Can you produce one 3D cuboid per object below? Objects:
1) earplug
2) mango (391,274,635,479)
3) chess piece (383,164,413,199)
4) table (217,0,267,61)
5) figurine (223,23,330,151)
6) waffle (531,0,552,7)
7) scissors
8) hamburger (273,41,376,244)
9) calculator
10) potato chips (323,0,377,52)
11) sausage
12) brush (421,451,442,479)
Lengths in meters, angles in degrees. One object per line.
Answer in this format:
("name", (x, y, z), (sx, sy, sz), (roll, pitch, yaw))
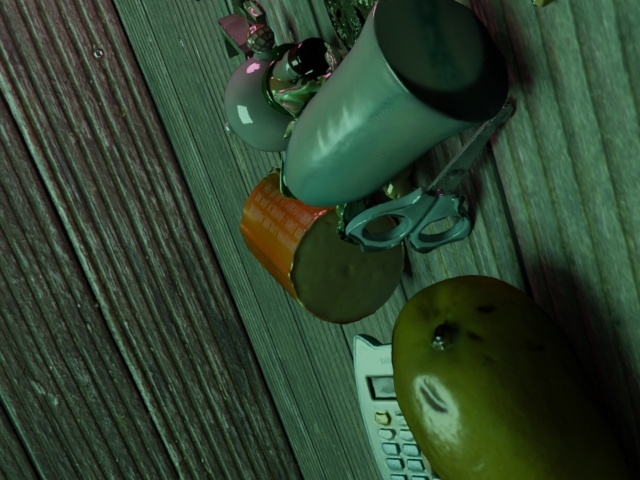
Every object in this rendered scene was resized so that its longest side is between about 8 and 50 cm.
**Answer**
("earplug", (0.061, -0.141, 1.106), (0.324, 0.185, 0.185), (-43, 71, 49))
("mango", (0.260, 0.246, 1.148), (0.445, 0.220, 0.301), (54, -161, -13))
("chess piece", (0.121, -0.124, 1.400), (0.060, 0.060, 0.172), (55, 165, 33))
("table", (-0.159, -0.429, 1.872), (0.146, 0.062, 0.175), (53, 164, 40))
("figurine", (-0.071, -0.267, 1.635), (0.281, 0.167, 0.370), (63, 157, -6))
("waffle", (0.200, -0.317, 0.881), (0.153, 0.023, 0.097), (61, 164, 12))
("scissors", (0.168, -0.073, 1.196), (0.360, 0.191, 0.030), (125, 143, -55))
("hamburger", (0.011, -0.138, 1.354), (0.261, 0.150, 0.276), (74, -159, -56))
("calculator", (0.191, 0.350, 1.650), (0.256, 0.054, 0.387), (-9, 95, 41))
("potato chips", (0.042, -0.365, 1.340), (0.220, 0.029, 0.202), (-179, 68, -76))
("sausage", (0.000, 0.000, 1.681), (0.287, 0.233, 0.233), (42, 153, 60))
("brush", (0.254, 0.342, 1.268), (0.050, 0.321, 0.060), (-41, 42, 33))
